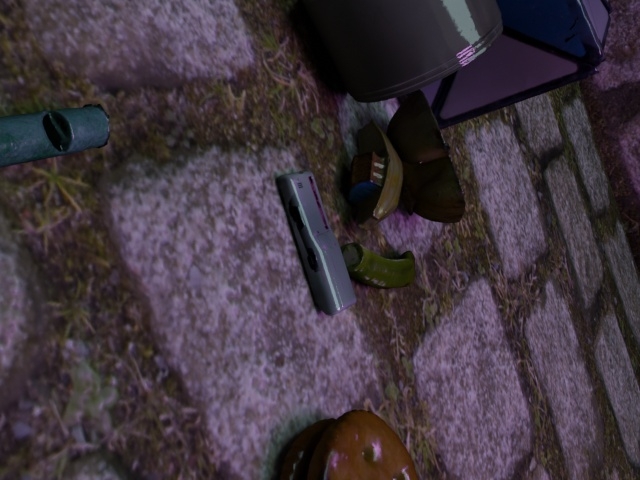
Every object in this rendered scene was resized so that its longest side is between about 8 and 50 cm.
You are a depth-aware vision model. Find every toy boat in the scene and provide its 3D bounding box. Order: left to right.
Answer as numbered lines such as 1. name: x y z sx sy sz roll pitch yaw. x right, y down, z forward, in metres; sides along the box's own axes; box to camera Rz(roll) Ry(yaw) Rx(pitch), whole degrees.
1. toy boat: 0.067 -0.085 1.099 0.066 0.065 0.172 29 45 -26

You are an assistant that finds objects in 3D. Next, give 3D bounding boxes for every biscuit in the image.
1. biscuit: 0.035 0.283 0.852 0.220 0.066 0.221 34 48 -48

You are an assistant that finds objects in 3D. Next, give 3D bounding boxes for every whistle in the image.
1. whistle: -0.226 -0.073 0.613 0.186 0.039 0.039 -26 99 -60

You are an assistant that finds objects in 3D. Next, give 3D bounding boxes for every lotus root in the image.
1. lotus root: 0.135 -0.104 1.182 0.203 0.078 0.183 70 -1 -71

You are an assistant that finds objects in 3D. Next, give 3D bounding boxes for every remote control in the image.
1. remote control: 0.000 0.000 0.971 0.065 0.029 0.166 -21 94 -60

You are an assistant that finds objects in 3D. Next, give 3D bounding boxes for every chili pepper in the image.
1. chili pepper: 0.083 0.036 1.083 0.201 0.050 0.052 10 104 -60

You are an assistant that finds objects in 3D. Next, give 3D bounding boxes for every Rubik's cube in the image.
1. Rubik's cube: 0.254 -0.386 1.313 0.310 0.307 0.305 62 33 -17

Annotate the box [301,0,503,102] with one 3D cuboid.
1. box: 0.106 -0.298 1.103 0.149 0.226 0.226 61 32 -22
